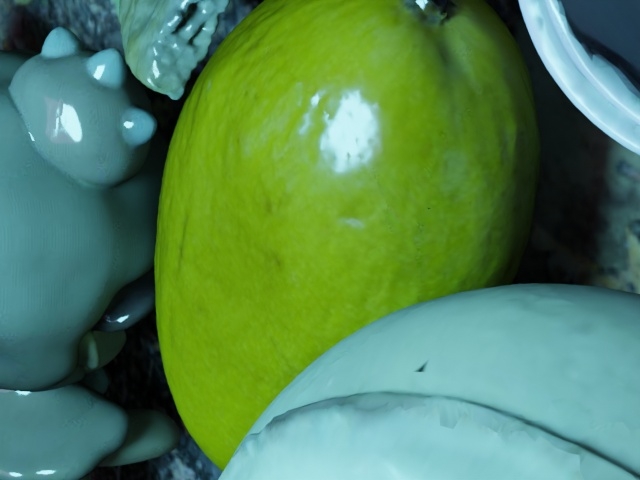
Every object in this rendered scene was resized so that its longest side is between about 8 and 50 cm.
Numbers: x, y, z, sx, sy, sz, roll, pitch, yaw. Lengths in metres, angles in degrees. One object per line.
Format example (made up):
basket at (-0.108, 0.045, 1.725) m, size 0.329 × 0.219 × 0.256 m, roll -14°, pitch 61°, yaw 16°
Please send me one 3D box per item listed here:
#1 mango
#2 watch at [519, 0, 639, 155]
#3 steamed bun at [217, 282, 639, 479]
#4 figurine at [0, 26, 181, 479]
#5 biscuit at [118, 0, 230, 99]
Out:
mango at (-0.003, -0.008, 0.798) m, size 0.195 × 0.142 × 0.332 m, roll 58°, pitch 139°, yaw 17°
watch at (0.146, -0.123, 0.601) m, size 0.248 × 0.211 × 0.217 m, roll -33°, pitch 88°, yaw 35°
steamed bun at (0.127, 0.189, 0.663) m, size 0.374 × 0.241 × 0.375 m, roll 17°, pitch 119°, yaw 34°
figurine at (-0.197, 0.048, 0.947) m, size 0.248 × 0.203 × 0.381 m, roll 23°, pitch 116°, yaw 46°
biscuit at (-0.058, -0.203, 0.817) m, size 0.133 × 0.032 × 0.250 m, roll 29°, pitch 99°, yaw 60°
